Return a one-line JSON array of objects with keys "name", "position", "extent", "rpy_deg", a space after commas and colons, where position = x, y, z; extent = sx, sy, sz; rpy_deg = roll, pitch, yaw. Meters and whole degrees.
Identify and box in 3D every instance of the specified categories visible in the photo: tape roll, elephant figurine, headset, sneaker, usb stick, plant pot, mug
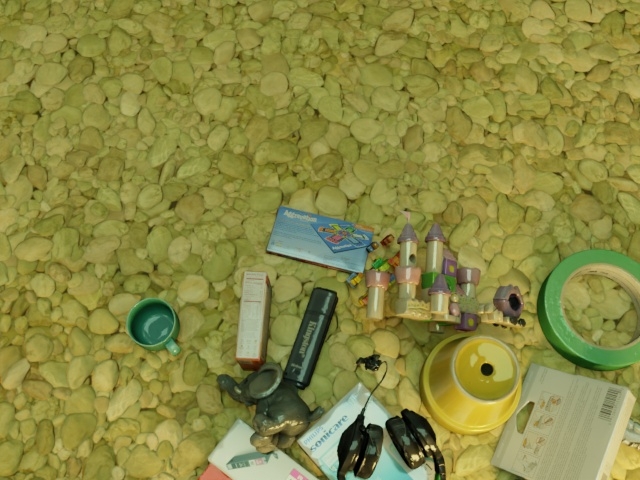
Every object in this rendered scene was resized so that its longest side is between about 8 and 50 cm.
[{"name": "tape roll", "position": [0.749, 0.184, 1.825], "extent": [0.321, 0.077, 0.321], "rpy_deg": [0, 69, 1]}, {"name": "elephant figurine", "position": [-0.131, 0.383, 1.692], "extent": [0.186, 0.169, 0.239], "rpy_deg": [0, 44, -26]}, {"name": "headset", "position": [0.149, 0.454, 1.533], "extent": [0.243, 0.185, 0.394], "rpy_deg": [-9, 78, -5]}, {"name": "sneaker", "position": [0.734, 0.497, 1.706], "extent": [0.132, 0.086, 0.228], "rpy_deg": [-45, 64, -10]}, {"name": "usb stick", "position": [-0.025, 0.256, 1.821], "extent": [0.077, 0.045, 0.278], "rpy_deg": [17, 70, 9]}, {"name": "plant pot", "position": [0.383, 0.339, 1.682], "extent": [0.253, 0.239, 0.254], "rpy_deg": [0, 69, 0]}, {"name": "mug", "position": [-0.436, 0.239, 1.805], "extent": [0.129, 0.097, 0.158], "rpy_deg": [-9, 69, -3]}]

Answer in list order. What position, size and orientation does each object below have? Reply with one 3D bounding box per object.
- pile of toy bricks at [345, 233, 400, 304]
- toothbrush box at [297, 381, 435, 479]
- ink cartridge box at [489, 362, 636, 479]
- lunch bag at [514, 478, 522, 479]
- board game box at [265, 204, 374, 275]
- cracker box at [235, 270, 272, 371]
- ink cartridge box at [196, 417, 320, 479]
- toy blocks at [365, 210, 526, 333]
[{"name": "pile of toy bricks", "position": [0.166, 0.069, 1.844], "extent": [0.212, 0.105, 0.118], "rpy_deg": [-42, 96, -18]}, {"name": "toothbrush box", "position": [0.118, 0.532, 1.669], "extent": [0.216, 0.126, 0.295], "rpy_deg": [-39, 72, -14]}, {"name": "ink cartridge box", "position": [0.597, 0.473, 1.688], "extent": [0.261, 0.066, 0.296], "rpy_deg": [10, 64, 47]}, {"name": "lunch bag", "position": [0.489, 0.636, 1.654], "extent": [0.065, 0.067, 0.098], "rpy_deg": [-38, 74, -13]}, {"name": "board game box", "position": [0.000, 0.000, 1.932], "extent": [0.281, 0.027, 0.145], "rpy_deg": [14, 71, 6]}, {"name": "cracker box", "position": [-0.172, 0.212, 1.782], "extent": [0.067, 0.156, 0.232], "rpy_deg": [3, 68, 3]}, {"name": "ink cartridge box", "position": [-0.167, 0.616, 1.675], "extent": [0.275, 0.060, 0.239], "rpy_deg": [34, 71, 13]}, {"name": "toy blocks", "position": [0.308, 0.079, 1.705], "extent": [0.288, 0.309, 0.260], "rpy_deg": [16, 72, -33]}]
